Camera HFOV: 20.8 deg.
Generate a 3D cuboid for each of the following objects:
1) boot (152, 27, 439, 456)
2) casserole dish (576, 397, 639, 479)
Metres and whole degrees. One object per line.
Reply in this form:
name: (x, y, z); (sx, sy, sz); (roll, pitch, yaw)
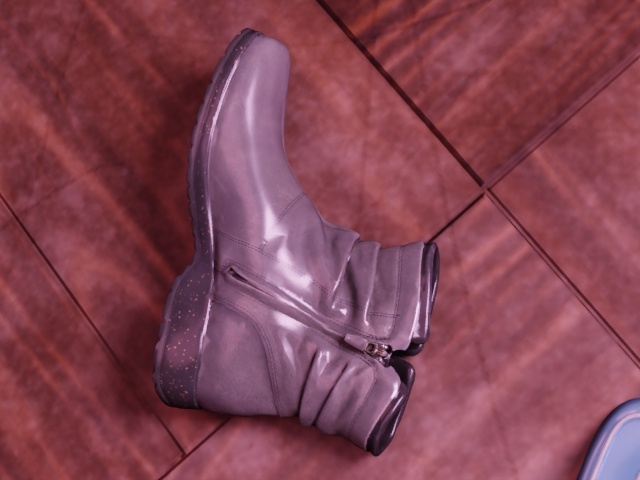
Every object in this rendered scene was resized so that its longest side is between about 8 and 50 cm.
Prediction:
boot: (0.000, 0.000, 1.060); (0.161, 0.083, 0.247); (7, 83, 16)
casserole dish: (0.182, 0.170, 0.956); (0.114, 0.037, 0.188); (19, 82, 24)
